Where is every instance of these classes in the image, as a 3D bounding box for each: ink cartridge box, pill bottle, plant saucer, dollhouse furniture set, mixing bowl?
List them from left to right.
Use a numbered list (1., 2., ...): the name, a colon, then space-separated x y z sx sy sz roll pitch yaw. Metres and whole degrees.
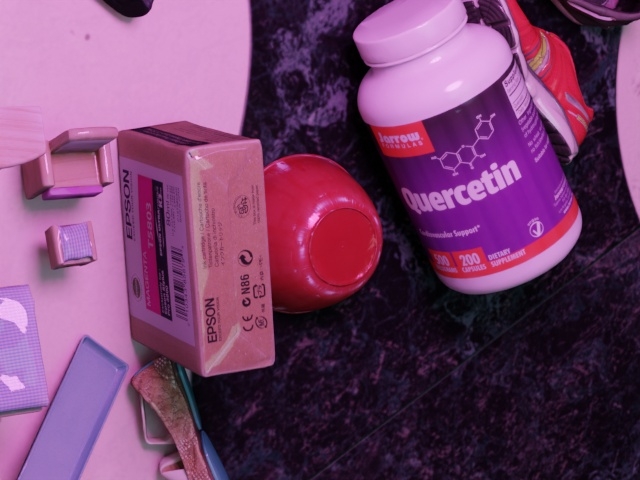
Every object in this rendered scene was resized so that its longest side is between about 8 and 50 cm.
1. dollhouse furniture set: -0.298 0.045 1.710 0.286 0.198 0.303 -4 81 -30
2. plant saucer: -0.261 0.194 1.877 0.067 0.018 0.192 40 56 -30
3. ink cartridge box: -0.130 0.005 1.858 0.088 0.193 0.234 -10 102 -27
4. mixing bowl: 0.000 0.000 1.991 0.181 0.098 0.181 -5 101 -29
5. pill bottle: 0.157 -0.112 2.016 0.181 0.181 0.323 -36 114 -21

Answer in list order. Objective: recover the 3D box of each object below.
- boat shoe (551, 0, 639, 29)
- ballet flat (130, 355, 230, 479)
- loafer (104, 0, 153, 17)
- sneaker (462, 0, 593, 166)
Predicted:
1. boat shoe: 0.253 -0.353 2.083 0.335 0.095 0.112 32 82 -31
2. ballet flat: -0.152 0.219 1.966 0.067 0.073 0.206 -19 107 2
3. loafer: -0.229 -0.301 1.834 0.170 0.062 0.061 45 53 -32
4. sneaker: 0.231 -0.217 2.110 0.118 0.107 0.279 -53 124 -34
